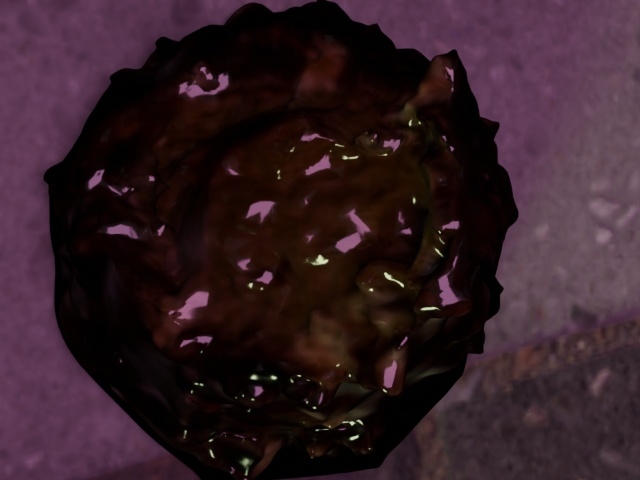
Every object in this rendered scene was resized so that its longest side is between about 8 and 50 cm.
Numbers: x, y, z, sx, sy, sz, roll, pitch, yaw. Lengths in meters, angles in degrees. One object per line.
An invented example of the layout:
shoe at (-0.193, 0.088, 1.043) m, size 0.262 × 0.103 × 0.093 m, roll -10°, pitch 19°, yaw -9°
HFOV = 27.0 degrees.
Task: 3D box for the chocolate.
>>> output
chocolate at (0.000, 0.000, 0.554) m, size 0.206 × 0.177 × 0.224 m, roll -2°, pitch 90°, yaw -19°
